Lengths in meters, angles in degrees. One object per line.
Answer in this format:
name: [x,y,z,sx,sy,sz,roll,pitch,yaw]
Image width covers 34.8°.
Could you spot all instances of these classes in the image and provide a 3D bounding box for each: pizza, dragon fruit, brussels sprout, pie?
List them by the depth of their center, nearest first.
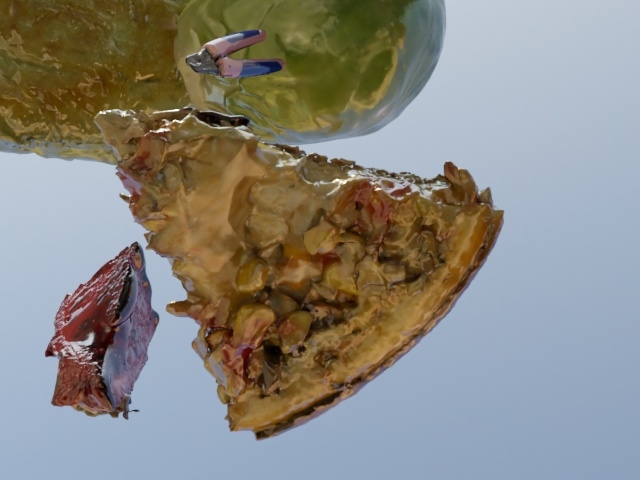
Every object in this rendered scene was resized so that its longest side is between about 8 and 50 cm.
pizza: [0.000,0.000,0.717,0.251,0.074,0.287,-24,-58,3]
brussels sprout: [-0.007,-0.194,0.929,0.244,0.244,0.244,0,-91,19]
dragon fruit: [-0.185,0.097,0.952,0.122,0.192,0.092,-41,-66,15]
pie: [-0.274,-0.259,1.067,0.395,0.180,0.418,16,-116,-20]

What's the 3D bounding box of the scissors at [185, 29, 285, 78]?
scissors: [-0.065,-0.138,0.772,0.012,0.113,0.039,-33,-92,33]
